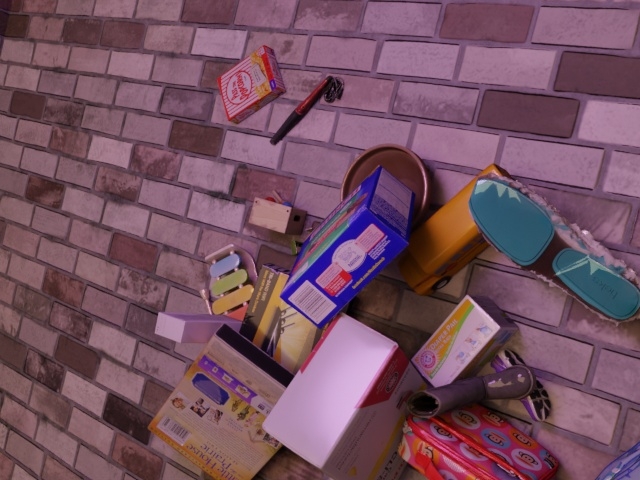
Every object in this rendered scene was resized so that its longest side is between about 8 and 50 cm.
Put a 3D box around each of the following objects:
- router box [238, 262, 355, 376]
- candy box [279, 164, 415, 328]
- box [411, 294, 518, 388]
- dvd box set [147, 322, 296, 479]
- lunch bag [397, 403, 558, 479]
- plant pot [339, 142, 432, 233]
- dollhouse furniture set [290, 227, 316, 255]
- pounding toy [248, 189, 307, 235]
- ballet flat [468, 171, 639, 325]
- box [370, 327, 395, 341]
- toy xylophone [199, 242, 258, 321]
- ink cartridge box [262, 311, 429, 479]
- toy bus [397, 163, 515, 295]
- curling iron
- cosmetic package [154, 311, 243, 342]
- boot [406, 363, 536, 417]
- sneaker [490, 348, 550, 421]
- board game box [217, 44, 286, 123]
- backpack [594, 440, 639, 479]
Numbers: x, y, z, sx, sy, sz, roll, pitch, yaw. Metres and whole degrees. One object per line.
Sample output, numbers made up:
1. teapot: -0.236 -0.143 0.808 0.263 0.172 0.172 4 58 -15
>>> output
1. router box: -0.078 0.242 1.807 0.243 0.081 0.309 20 96 11
2. candy box: 0.066 0.002 1.517 0.122 0.317 0.268 42 112 -7
3. box: 0.315 0.229 1.568 0.103 0.114 0.203 48 112 30
4. dvd box set: -0.227 0.438 1.812 0.307 0.062 0.420 36 122 0
5. lunch bag: 0.308 0.446 1.452 0.293 0.258 0.120 28 113 32
6. plant pot: 0.172 -0.106 1.715 0.237 0.110 0.237 -5 80 33
7. dollhouse furniture set: 0.000 0.000 1.852 0.151 0.058 0.076 -17 75 32
8. pounding toy: -0.112 -0.079 1.910 0.130 0.141 0.100 17 94 21
9. ballet flat: 0.470 0.014 1.434 0.409 0.147 0.147 41 108 11
10. box: 0.084 0.277 1.688 0.091 0.170 0.130 20 94 35
11. toy xylophone: -0.246 0.184 1.985 0.236 0.081 0.323 -35 66 27
12. ink cartridge box: 0.085 0.369 1.505 0.160 0.385 0.279 24 72 33
13. toy bus: 0.307 -0.016 1.595 0.332 0.130 0.108 -44 62 22
14. curling iron: -0.045 -0.349 1.943 0.274 0.035 0.068 -36 65 26
15. cosmetic package: -0.297 0.224 1.818 0.099 0.239 0.060 10 89 36
16. boot: 0.307 0.306 1.451 0.189 0.208 0.076 -35 59 46
17. sneaker: 0.425 0.314 1.523 0.071 0.068 0.170 -54 48 33
18. board game box: -0.202 -0.448 2.060 0.193 0.045 0.147 -28 69 29
19. backpack: 0.608 0.500 1.269 0.355 0.273 0.290 -46 67 35
